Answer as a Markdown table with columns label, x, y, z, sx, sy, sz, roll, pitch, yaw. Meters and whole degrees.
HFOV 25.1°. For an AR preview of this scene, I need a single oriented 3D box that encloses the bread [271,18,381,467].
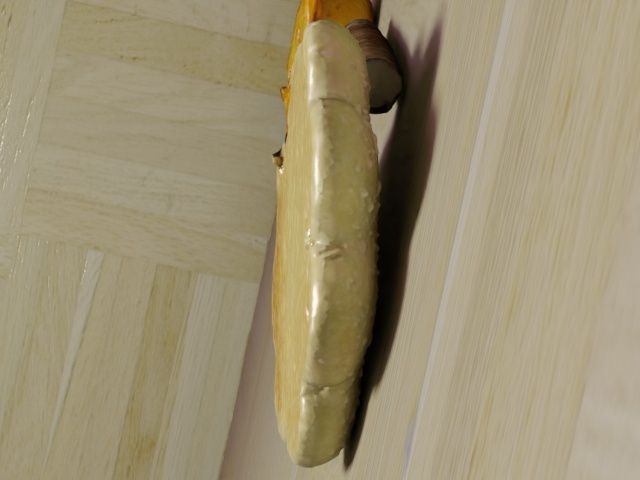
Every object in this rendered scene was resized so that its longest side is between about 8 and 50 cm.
| label | x | y | z | sx | sy | sz | roll | pitch | yaw |
| --- | --- | --- | --- | --- | --- | --- | --- | --- | --- |
| bread | 0.000 | 0.000 | 0.991 | 0.316 | 0.054 | 0.316 | -177 | 90 | -83 |

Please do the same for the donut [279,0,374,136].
| label | x | y | z | sx | sy | sz | roll | pitch | yaw |
| --- | --- | --- | --- | --- | --- | --- | --- | --- | --- |
| donut | 0.009 | -0.178 | 1.467 | 0.190 | 0.074 | 0.174 | -94 | 17 | -59 |

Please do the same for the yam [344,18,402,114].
| label | x | y | z | sx | sy | sz | roll | pitch | yaw |
| --- | --- | --- | --- | --- | --- | --- | --- | --- | --- |
| yam | 0.038 | -0.146 | 1.170 | 0.264 | 0.046 | 0.046 | -92 | 14 | -75 |
